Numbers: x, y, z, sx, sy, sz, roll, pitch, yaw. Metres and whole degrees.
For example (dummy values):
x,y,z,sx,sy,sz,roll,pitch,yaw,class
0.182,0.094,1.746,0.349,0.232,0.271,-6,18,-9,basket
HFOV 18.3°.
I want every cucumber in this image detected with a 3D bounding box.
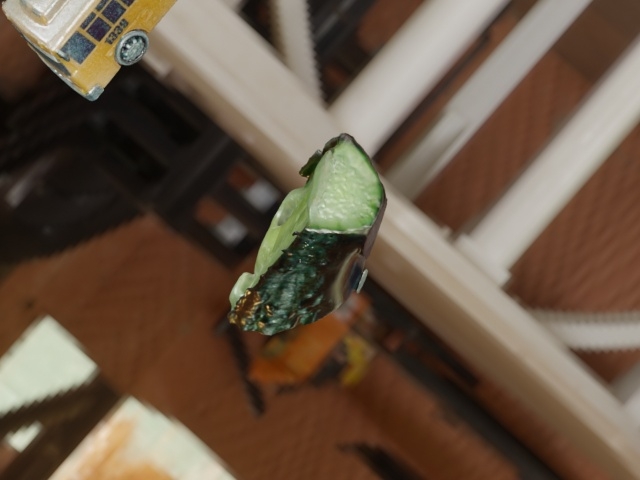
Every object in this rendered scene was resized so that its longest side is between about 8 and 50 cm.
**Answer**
x,y,z,sx,sy,sz,roll,pitch,yaw,class
0.000,0.000,1.441,0.086,0.115,0.193,28,156,1,cucumber

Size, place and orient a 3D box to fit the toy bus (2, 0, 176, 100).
x,y,z,sx,sy,sz,roll,pitch,yaw,class
-0.175,-0.218,1.651,0.091,0.182,0.103,41,-179,33,toy bus
